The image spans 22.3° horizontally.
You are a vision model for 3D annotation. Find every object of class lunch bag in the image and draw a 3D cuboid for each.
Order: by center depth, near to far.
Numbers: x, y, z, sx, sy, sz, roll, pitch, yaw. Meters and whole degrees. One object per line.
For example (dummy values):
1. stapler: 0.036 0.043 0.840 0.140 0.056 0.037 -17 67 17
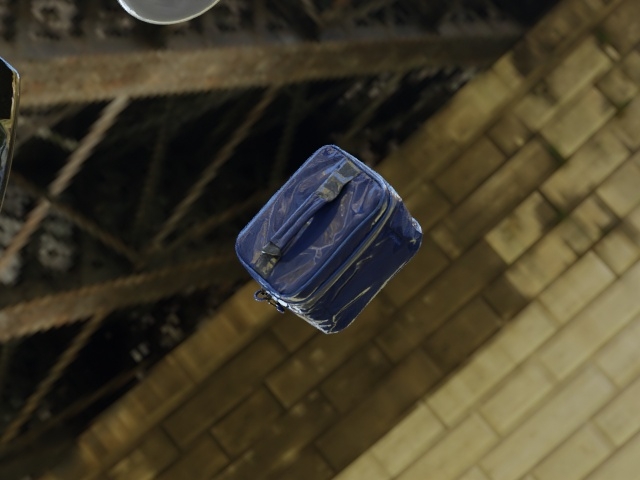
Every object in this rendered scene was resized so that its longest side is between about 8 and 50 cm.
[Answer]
1. lunch bag: 0.000 0.000 0.915 0.098 0.067 0.065 -48 -41 -3

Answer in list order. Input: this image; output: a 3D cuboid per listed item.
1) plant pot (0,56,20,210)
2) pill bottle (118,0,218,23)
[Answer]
1. plant pot: -0.334 -0.087 1.207 0.188 0.187 0.167 -13 45 44
2. pill bottle: -0.141 -0.263 1.284 0.103 0.184 0.103 -17 -40 -15
